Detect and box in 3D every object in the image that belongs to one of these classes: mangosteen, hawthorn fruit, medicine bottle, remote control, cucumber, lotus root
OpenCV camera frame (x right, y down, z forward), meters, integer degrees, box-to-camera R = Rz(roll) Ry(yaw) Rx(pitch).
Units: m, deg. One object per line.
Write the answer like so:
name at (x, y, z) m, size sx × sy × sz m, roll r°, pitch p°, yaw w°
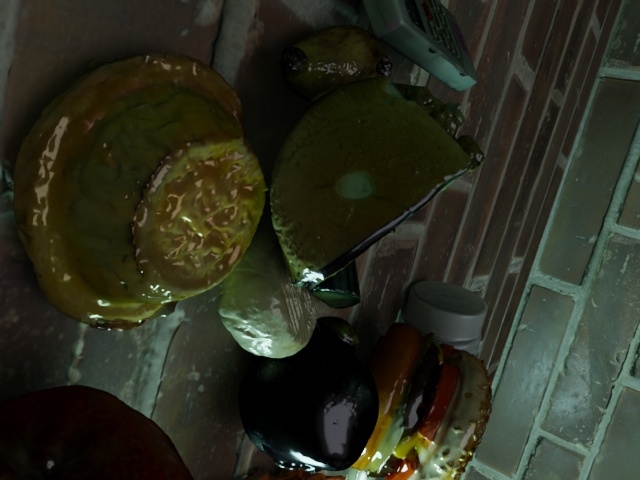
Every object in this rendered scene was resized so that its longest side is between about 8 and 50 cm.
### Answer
mangosteen at (-0.015, 0.223, 0.798) m, size 0.243 × 0.243 × 0.242 m, roll -34°, pitch 135°, yaw -44°
hawthorn fruit at (-0.232, 0.285, 0.467) m, size 0.254 × 0.254 × 0.300 m, roll -33°, pitch 146°, yaw -45°
medicine bottle at (0.282, 0.276, 1.300) m, size 0.190 × 0.190 × 0.332 m, roll -23°, pitch 126°, yaw -51°
remote control at (0.158, -0.334, 0.824) m, size 0.344 × 0.050 × 0.145 m, roll -3°, pitch 74°, yaw -57°
cucumber at (0.018, 0.029, 0.721) m, size 0.116 × 0.062 × 0.115 m, roll 46°, pitch 35°, yaw -62°
lotus root at (0.008, -0.223, 0.682) m, size 0.191 × 0.095 × 0.108 m, roll -17°, pitch 101°, yaw -44°

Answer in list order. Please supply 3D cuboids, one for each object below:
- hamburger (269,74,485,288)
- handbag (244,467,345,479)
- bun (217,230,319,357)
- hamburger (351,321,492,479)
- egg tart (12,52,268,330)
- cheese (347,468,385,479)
hamburger at (0.045, -0.086, 0.616) m, size 0.288 × 0.192 × 0.167 m, roll -34°, pitch 169°, yaw -7°
handbag at (-0.127, 0.544, 0.898) m, size 0.410 × 0.116 × 0.303 m, roll 22°, pitch 86°, yaw -60°
bun at (-0.072, 0.071, 0.690) m, size 0.188 × 0.111 × 0.164 m, roll -57°, pitch 138°, yaw -65°
hamburger at (0.187, 0.343, 1.071) m, size 0.329 × 0.250 × 0.330 m, roll -60°, pitch 168°, yaw -22°
egg tart at (-0.151, -0.035, 0.522) m, size 0.288 × 0.118 × 0.288 m, roll -38°, pitch 141°, yaw -39°
cheese at (0.113, 0.590, 1.333) m, size 0.286 × 0.082 × 0.163 m, roll -63°, pitch 148°, yaw -6°
